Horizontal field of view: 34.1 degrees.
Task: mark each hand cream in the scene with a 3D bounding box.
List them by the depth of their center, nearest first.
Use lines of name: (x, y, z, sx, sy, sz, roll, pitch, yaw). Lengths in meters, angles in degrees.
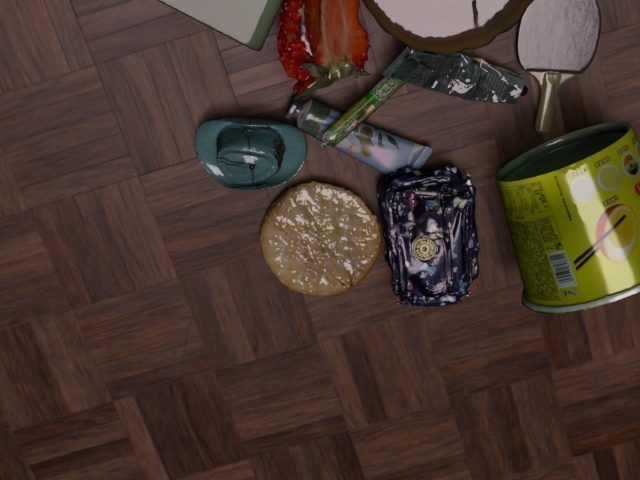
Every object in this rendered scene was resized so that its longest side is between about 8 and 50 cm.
hand cream: (0.228, -0.262, 1.686, 0.247, 0.052, 0.075, 7, 130, -25)
hand cream: (0.061, -0.174, 1.750, 0.256, 0.055, 0.088, 23, 118, -18)

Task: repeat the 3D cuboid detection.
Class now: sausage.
sausage: (0.099, -0.241, 1.699, 0.269, 0.033, 0.033, -43, 109, -3)

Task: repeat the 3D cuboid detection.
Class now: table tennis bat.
table tennis bat: (0.388, -0.299, 1.728, 0.138, 0.022, 0.247, 3, 111, -4)

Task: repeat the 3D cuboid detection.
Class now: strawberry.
strawberry: (-0.018, -0.348, 1.625, 0.098, 0.174, 0.228, -2, 110, 41)

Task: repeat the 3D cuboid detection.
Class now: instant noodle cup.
instant noodle cup: (0.436, -0.049, 1.704, 0.311, 0.311, 0.222, -23, 103, 6)

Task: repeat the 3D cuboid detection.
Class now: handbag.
handbag: (0.189, -0.005, 1.789, 0.161, 0.113, 0.260, -8, 110, -5)

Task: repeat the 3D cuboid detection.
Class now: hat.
hat: (-0.118, -0.138, 1.720, 0.190, 0.078, 0.138, -2, 127, 6)

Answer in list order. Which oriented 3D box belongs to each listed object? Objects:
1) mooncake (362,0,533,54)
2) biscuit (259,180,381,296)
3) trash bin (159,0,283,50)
mooncake: (0.192, -0.433, 1.588, 0.290, 0.161, 0.291, -1, 111, -2)
biscuit: (0.000, 0.001, 1.813, 0.219, 0.033, 0.220, 2, 114, 5)
trash bin: (-0.116, -0.493, 1.554, 0.222, 0.158, 0.344, 24, 104, -15)
